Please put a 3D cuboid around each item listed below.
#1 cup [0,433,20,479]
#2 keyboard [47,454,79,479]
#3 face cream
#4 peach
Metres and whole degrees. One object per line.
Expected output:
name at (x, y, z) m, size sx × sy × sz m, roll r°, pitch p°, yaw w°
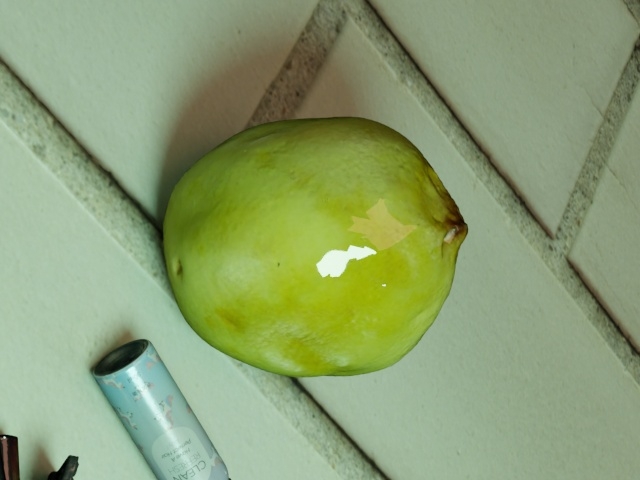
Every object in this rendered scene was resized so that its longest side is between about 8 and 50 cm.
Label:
cup at (-0.342, 0.261, 1.607) m, size 0.239 × 0.166 × 0.177 m, roll -22°, pitch 102°, yaw -44°
keyboard at (-0.303, 0.367, 1.678) m, size 0.018 × 0.101 × 0.309 m, roll 23°, pitch 62°, yaw -13°
face cream at (-0.164, 0.221, 1.859) m, size 0.075 × 0.075 × 0.229 m, roll -47°, pitch 115°, yaw -40°
peach at (-0.008, -0.001, 1.900) m, size 0.314 × 0.316 × 0.281 m, roll 32°, pitch 45°, yaw -29°
